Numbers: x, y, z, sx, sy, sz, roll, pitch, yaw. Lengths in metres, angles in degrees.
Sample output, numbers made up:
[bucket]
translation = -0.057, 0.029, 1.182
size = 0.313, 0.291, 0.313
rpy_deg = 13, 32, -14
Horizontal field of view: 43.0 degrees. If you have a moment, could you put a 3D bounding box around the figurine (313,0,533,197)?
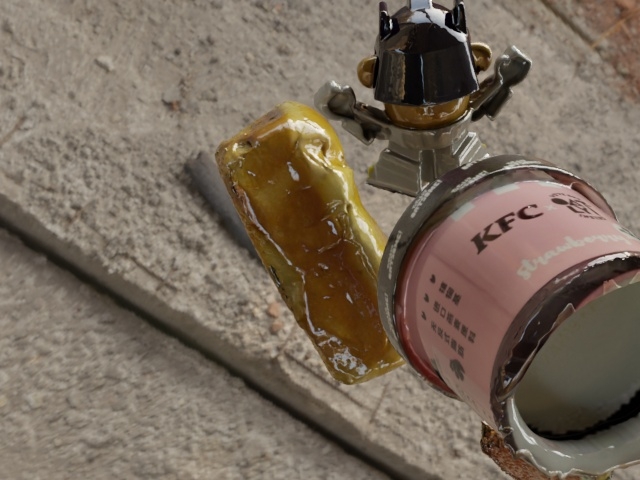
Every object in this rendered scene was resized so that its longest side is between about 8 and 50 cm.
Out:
[figurine]
translation = 0.150, -0.203, 1.133
size = 0.308, 0.308, 0.143
rpy_deg = -1, 33, -31

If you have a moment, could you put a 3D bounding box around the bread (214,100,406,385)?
[bread]
translation = 0.000, 0.000, 0.866
size = 0.132, 0.167, 0.294
rpy_deg = -24, 104, 5

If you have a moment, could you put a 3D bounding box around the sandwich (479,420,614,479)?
[sandwich]
translation = 0.300, 0.270, 1.028
size = 0.235, 0.159, 0.079
rpy_deg = 49, 59, -43

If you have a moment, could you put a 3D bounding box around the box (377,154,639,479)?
[box]
translation = 0.121, 0.043, 0.437
size = 0.151, 0.135, 0.151
rpy_deg = -5, 112, -13
